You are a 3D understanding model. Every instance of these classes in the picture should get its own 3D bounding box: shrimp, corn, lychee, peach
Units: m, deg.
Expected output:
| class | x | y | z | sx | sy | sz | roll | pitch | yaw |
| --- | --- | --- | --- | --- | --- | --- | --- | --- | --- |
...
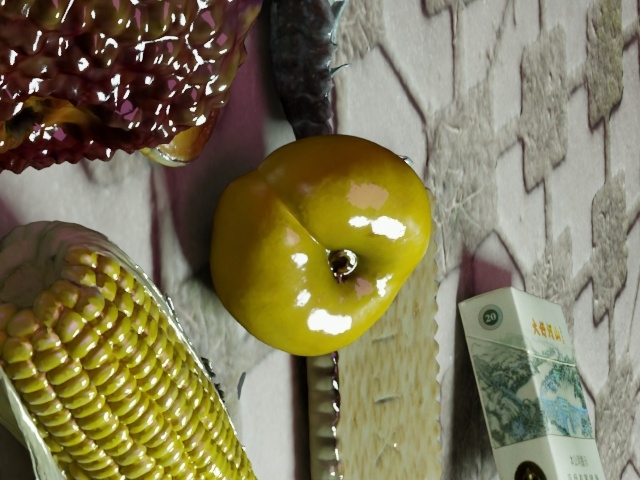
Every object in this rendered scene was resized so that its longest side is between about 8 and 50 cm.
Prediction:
| class | x | y | z | sx | sy | sz | roll | pitch | yaw |
| --- | --- | --- | --- | --- | --- | --- | --- | --- | --- |
| shrimp | 0.025 | -0.245 | 0.964 | 0.221 | 0.166 | 0.411 | -106 | -154 | -81 |
| corn | -0.119 | 0.120 | 0.757 | 0.123 | 0.122 | 0.305 | -97 | 168 | -52 |
| lychee | -0.155 | -0.161 | 0.578 | 0.271 | 0.271 | 0.271 | -1 | 91 | -60 |
| peach | 0.000 | 0.000 | 0.914 | 0.179 | 0.103 | 0.179 | -14 | 121 | -25 |

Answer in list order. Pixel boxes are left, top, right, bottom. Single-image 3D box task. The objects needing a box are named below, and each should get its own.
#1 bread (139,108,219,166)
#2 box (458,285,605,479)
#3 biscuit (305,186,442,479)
| class | x | y | z | sx | sy | sz | roll | pitch | yaw |
| --- | --- | --- | --- | --- | --- | --- | --- | --- | --- |
| bread | -0.108 | -0.106 | 0.850 | 0.110 | 0.024 | 0.110 | -1 | 91 | -61 |
| box | 0.240 | 0.189 | 1.329 | 0.164 | 0.069 | 0.256 | 19 | 56 | -59 |
| biscuit | 0.048 | 0.110 | 1.098 | 0.217 | 0.044 | 0.325 | -8 | 97 | -59 |
